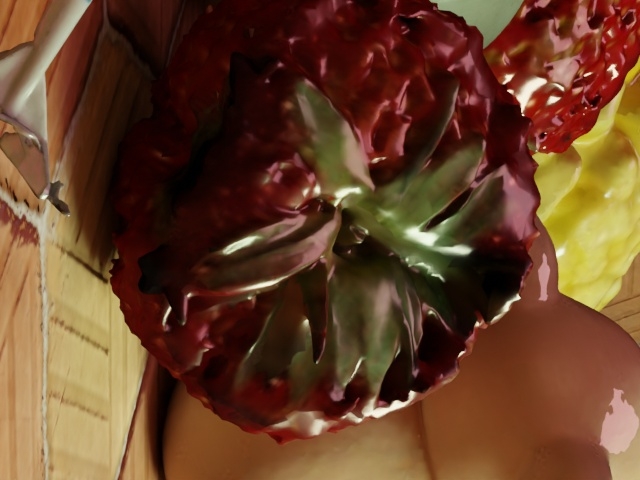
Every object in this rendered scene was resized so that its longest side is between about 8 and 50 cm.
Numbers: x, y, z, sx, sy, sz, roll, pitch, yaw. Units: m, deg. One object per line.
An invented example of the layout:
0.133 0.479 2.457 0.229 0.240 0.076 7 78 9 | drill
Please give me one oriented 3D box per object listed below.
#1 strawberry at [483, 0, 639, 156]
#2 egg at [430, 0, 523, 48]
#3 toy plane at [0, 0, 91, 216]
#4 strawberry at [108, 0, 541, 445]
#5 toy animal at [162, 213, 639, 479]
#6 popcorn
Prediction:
0.153 -0.234 1.551 0.343 0.292 0.292 -52 170 -1 | strawberry
0.035 -0.258 1.250 0.371 0.230 0.230 79 17 -48 | egg
-0.080 -0.162 0.852 0.273 0.107 0.182 -46 -144 18 | toy plane
-0.006 -0.027 1.136 0.257 0.261 0.261 -149 -121 -62 | strawberry
0.064 0.126 1.307 0.269 0.326 0.237 135 -44 -53 | toy animal
0.154 -0.085 1.840 0.390 0.344 0.354 -55 166 11 | popcorn
